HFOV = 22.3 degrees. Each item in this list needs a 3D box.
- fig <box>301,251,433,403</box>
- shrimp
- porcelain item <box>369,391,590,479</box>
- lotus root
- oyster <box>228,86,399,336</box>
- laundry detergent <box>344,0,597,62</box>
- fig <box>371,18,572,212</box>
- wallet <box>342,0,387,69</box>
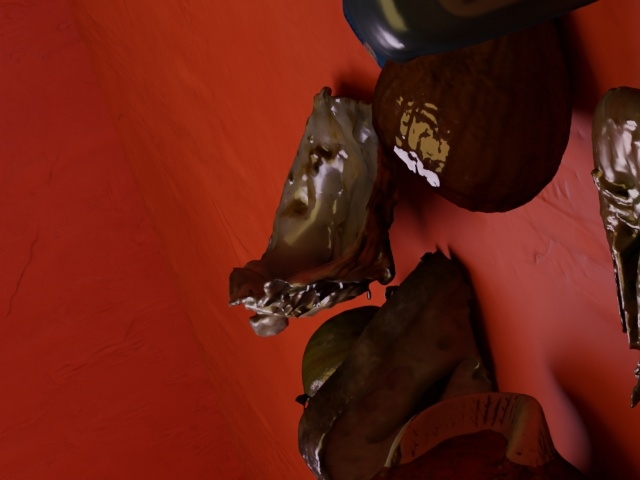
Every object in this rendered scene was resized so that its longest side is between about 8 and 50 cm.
[{"bbox_3d":[0.059,0.088,1.375,0.124,0.124,0.236,62,153,20],"label":"fig"},{"bbox_3d":[0.174,0.009,0.830,0.115,0.051,0.217,-116,10,-45],"label":"shrimp"},{"bbox_3d":[0.127,0.227,1.154,0.253,0.253,0.253,61,167,25],"label":"porcelain item"},{"bbox_3d":[0.068,0.151,1.313,0.074,0.170,0.261,56,169,55],"label":"lotus root"},{"bbox_3d":[0.006,-0.022,1.345,0.396,0.111,0.204,152,139,-79],"label":"oyster"},{"bbox_3d":[0.046,-0.233,0.717,0.094,0.143,0.290,-157,49,-77],"label":"laundry detergent"},{"bbox_3d":[0.098,-0.095,0.909,0.119,0.153,0.119,28,-175,-3],"label":"fig"},{"bbox_3d":[0.048,-0.184,0.987,0.141,0.059,0.202,55,164,35],"label":"wallet"}]
